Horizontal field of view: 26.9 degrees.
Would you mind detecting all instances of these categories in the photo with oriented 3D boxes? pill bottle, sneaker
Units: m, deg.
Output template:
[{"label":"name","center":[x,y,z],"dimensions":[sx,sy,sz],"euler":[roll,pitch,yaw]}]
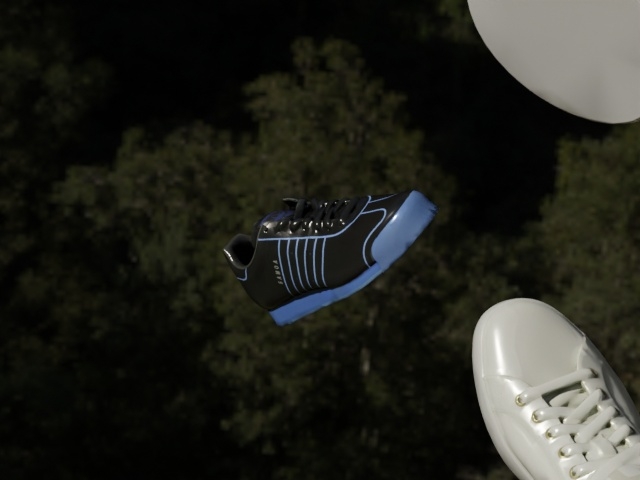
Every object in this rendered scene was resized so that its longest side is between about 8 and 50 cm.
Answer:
[{"label":"pill bottle","center":[0.283,-0.268,1.004],"dimensions":[0.210,0.210,0.363],"euler":[16,56,45]},{"label":"sneaker","center":[0.000,0.000,1.136],"dimensions":[0.232,0.090,0.081],"euler":[-33,14,47]},{"label":"sneaker","center":[0.200,0.154,0.901],"dimensions":[0.105,0.290,0.123],"euler":[-21,-19,-17]}]
